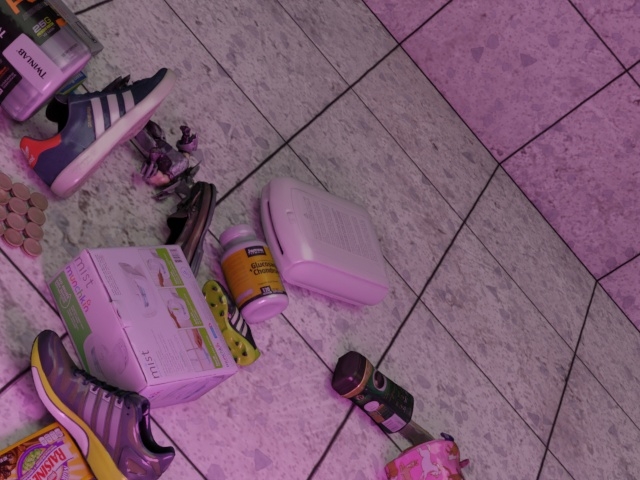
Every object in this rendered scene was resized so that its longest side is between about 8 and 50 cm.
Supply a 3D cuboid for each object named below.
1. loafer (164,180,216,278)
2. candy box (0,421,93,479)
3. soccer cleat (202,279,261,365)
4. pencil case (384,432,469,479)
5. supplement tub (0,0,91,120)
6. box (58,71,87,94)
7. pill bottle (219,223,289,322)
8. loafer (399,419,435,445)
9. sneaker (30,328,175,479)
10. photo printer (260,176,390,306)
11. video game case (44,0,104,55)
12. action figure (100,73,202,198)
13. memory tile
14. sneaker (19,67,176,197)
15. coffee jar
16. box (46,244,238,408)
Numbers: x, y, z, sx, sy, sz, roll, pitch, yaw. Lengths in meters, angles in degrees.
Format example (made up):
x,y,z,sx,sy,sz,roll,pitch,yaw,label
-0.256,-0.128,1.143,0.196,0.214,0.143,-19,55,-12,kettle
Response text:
x,y,z,sx,sy,sz,roll,pitch,yaw,label
-0.262,-0.021,2.195,0.084,0.096,0.267,24,47,-18,loafer
-0.425,0.344,1.662,0.105,0.027,0.206,58,30,4,candy box
-0.172,0.157,2.184,0.178,0.060,0.072,63,22,6,soccer cleat
0.267,0.580,2.234,0.160,0.167,0.386,65,2,-66,pencil case
-0.584,-0.385,2.051,0.316,0.194,0.193,46,31,-11,supplement tub
-0.535,-0.339,2.219,0.178,0.042,0.109,46,31,-8,box
-0.139,0.063,2.274,0.103,0.103,0.184,8,52,-50,pill bottle
0.211,0.414,2.442,0.125,0.045,0.039,42,25,-12,loafer
-0.334,0.256,1.764,0.300,0.121,0.111,55,7,-2,sneaker
0.000,0.000,2.525,0.308,0.107,0.256,20,43,-42,photo printer
-0.546,-0.454,2.290,0.227,0.026,0.206,48,14,-8,video game case
-0.332,-0.198,2.296,0.285,0.099,0.185,52,25,-7,action figure
-0.522,-0.044,1.955,0.113,0.012,0.148,31,37,-32,memory tile
-0.411,-0.239,2.113,0.148,0.131,0.350,43,54,-4,sneaker
0.106,0.313,2.367,0.184,0.079,0.096,41,35,-20,coffee jar
-0.299,0.146,1.943,0.231,0.127,0.262,-4,62,-54,box
